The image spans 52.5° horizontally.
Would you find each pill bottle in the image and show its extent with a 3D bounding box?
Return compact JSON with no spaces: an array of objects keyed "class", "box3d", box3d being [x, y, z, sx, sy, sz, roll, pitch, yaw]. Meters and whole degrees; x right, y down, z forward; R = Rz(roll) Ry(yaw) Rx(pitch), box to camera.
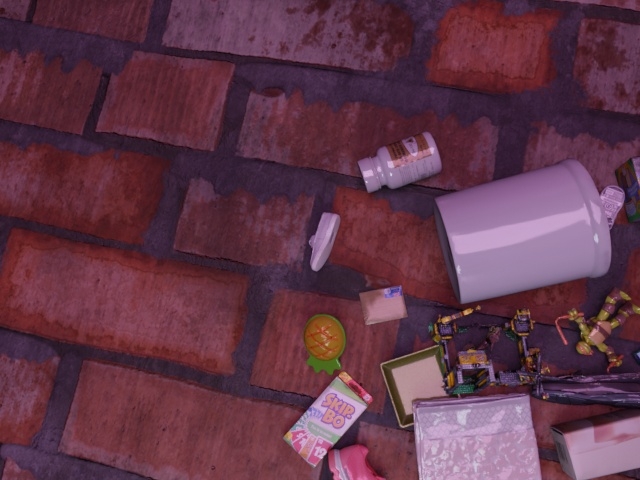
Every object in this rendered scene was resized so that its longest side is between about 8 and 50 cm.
[{"class":"pill bottle","box3d":[0.232,-0.226,1.921,0.229,0.131,0.131,-19,78,3]}]

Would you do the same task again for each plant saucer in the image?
[{"class":"plant saucer","box3d":[0.286,0.413,1.846,0.188,0.045,0.188,-19,78,3]}]

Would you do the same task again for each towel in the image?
[{"class":"towel","box3d":[0.429,0.585,1.771,0.331,0.053,0.317,-7,89,4]}]

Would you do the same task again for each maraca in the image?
[{"class":"maraca","box3d":[0.011,0.300,1.874,0.127,0.099,0.186,6,106,17]}]

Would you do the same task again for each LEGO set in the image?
[{"class":"LEGO set","box3d":[0.458,0.291,1.738,0.331,0.192,0.255,5,67,1]}]

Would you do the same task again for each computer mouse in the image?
[{"class":"computer mouse","box3d":[0.820,-0.066,1.876,0.106,0.042,0.193,25,89,15]}]

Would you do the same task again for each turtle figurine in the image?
[{"class":"turtle figurine","box3d":[0.787,0.251,1.799,0.269,0.087,0.217,43,91,-7]}]

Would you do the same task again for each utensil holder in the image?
[{"class":"utensil holder","box3d":[0.528,-0.019,1.756,0.385,0.327,0.328,-13,79,5]}]

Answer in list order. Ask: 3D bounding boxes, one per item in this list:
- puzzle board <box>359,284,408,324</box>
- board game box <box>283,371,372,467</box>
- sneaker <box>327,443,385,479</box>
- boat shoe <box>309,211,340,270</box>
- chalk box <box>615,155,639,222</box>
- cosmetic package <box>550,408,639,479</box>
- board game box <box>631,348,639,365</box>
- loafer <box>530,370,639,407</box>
[{"class":"puzzle board","box3d":[0.186,0.191,1.915,0.128,0.011,0.097,-11,78,4]},{"class":"board game box","box3d":[0.024,0.512,1.866,0.124,0.039,0.259,41,84,11]},{"class":"sneaker","box3d":[0.129,0.710,1.776,0.136,0.116,0.314,-22,79,-1]},{"class":"boat shoe","box3d":[0.000,0.000,1.945,0.063,0.066,0.184,17,84,23]},{"class":"chalk box","box3d":[0.941,-0.128,1.827,0.132,0.132,0.213,-10,80,4]},{"class":"cosmetic package","box3d":[0.786,0.529,1.717,0.295,0.153,0.129,-13,80,3]},{"class":"board game box","box3d":[0.988,0.359,1.776,0.160,0.047,0.210,-31,79,1]},{"class":"loafer","box3d":[0.732,0.396,1.765,0.302,0.109,0.095,-1,63,21]}]
